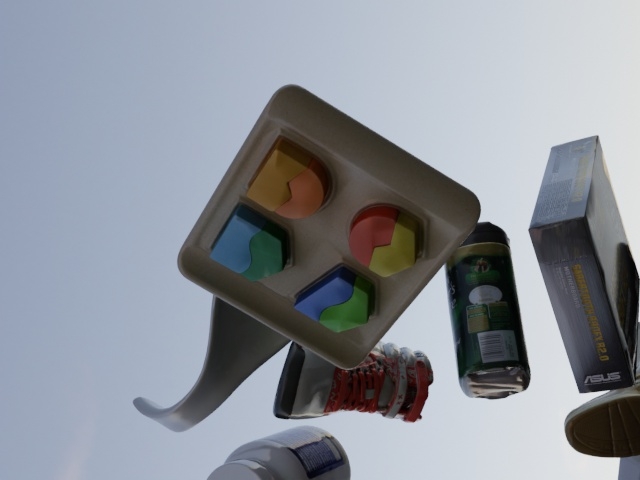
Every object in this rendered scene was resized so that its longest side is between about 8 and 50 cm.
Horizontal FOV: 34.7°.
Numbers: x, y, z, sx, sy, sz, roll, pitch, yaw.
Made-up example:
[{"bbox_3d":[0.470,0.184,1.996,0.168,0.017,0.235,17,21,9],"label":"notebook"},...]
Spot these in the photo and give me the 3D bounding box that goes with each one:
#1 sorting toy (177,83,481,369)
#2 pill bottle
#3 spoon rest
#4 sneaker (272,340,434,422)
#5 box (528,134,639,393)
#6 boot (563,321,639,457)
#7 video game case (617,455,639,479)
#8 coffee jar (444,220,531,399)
[{"bbox_3d":[0.000,0.000,0.852,0.208,0.193,0.038,-55,7,31],"label":"sorting toy"},{"bbox_3d":[-0.050,0.275,1.149,0.187,0.112,0.112,4,-92,-65],"label":"pill bottle"},{"bbox_3d":[-0.094,0.103,1.132,0.137,0.084,0.276,36,-86,-32],"label":"spoon rest"},{"bbox_3d":[0.045,0.151,1.108,0.270,0.145,0.090,-11,-62,-78],"label":"sneaker"},{"bbox_3d":[0.274,0.017,1.040,0.183,0.056,0.231,70,-156,-18],"label":"box"},{"bbox_3d":[0.455,0.205,1.477,0.203,0.262,0.095,-105,-7,-70],"label":"boot"},{"bbox_3d":[0.520,0.492,1.401,0.036,0.329,0.300,-9,-69,-26],"label":"video game case"},{"bbox_3d":[0.181,0.075,1.130,0.096,0.079,0.184,68,-164,-58],"label":"coffee jar"}]
